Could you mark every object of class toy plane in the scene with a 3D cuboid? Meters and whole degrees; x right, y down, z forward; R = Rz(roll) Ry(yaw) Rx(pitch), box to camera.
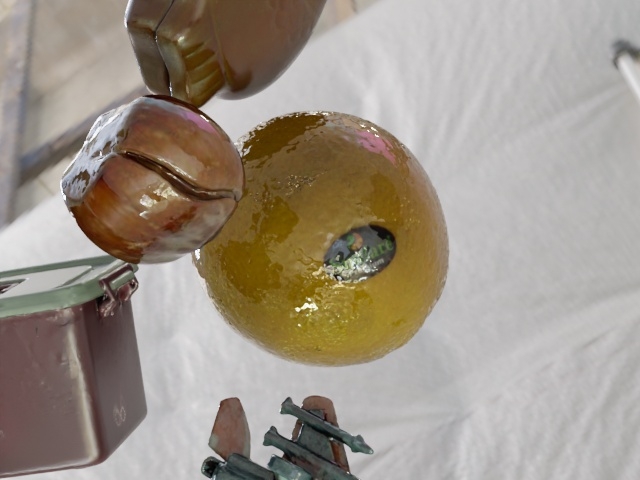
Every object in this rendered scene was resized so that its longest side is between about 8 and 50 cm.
[{"bbox_3d":[0.006,0.253,1.076,0.326,0.104,0.223,22,-100,39],"label":"toy plane"}]

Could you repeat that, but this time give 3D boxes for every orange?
[{"bbox_3d":[0.000,0.000,1.380,0.274,0.274,0.274,-25,-144,20],"label":"orange"}]

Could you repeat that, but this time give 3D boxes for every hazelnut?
[{"bbox_3d":[-0.140,-0.048,1.135,0.154,0.143,0.143,-45,-149,21],"label":"hazelnut"}]

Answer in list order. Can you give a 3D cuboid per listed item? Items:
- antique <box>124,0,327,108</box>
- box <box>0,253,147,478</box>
[{"bbox_3d":[-0.096,-0.261,1.388,0.129,0.223,0.278,23,-120,29],"label":"antique"},{"bbox_3d":[-0.305,0.122,1.228,0.294,0.168,0.193,-9,-170,11],"label":"box"}]
